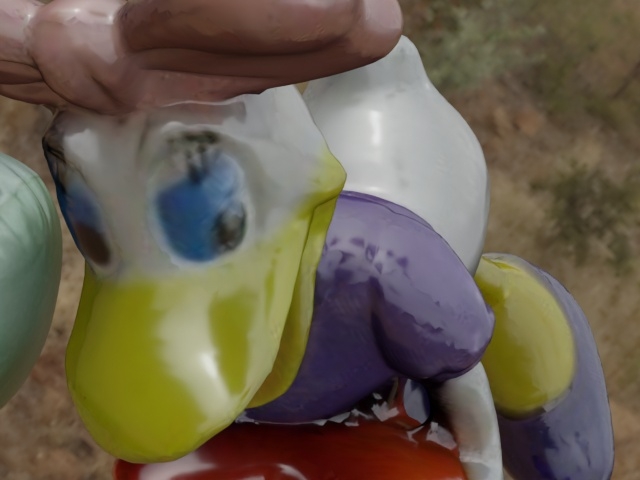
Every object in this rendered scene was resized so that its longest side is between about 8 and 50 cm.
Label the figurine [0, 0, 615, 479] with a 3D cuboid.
[{"bbox_3d":[0.001,0.005,0.508,0.421,0.154,0.193,12,80,-70],"label":"figurine"}]

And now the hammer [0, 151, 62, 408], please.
[{"bbox_3d":[-0.229,0.069,0.472,0.207,0.119,0.335,17,43,6],"label":"hammer"}]
